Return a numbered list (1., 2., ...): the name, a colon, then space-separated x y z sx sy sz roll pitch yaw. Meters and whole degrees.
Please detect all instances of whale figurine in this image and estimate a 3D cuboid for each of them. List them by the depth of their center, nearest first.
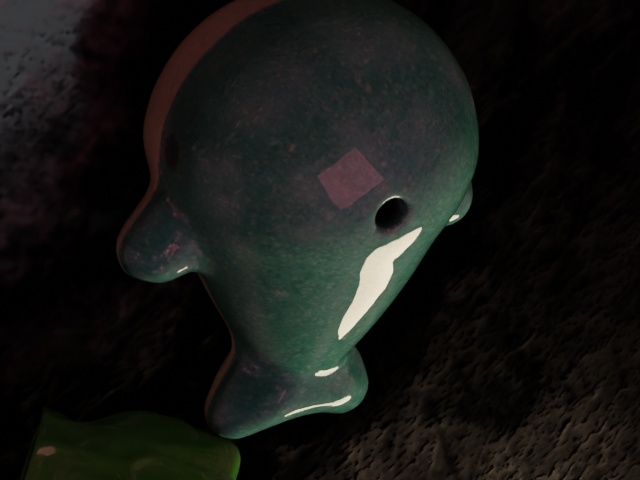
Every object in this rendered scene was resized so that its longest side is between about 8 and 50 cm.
1. whale figurine: 0.000 0.000 0.895 0.216 0.141 0.272 -10 121 -27

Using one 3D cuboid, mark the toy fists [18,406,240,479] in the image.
1. toy fists: -0.124 0.233 0.921 0.142 0.096 0.279 18 80 -9
